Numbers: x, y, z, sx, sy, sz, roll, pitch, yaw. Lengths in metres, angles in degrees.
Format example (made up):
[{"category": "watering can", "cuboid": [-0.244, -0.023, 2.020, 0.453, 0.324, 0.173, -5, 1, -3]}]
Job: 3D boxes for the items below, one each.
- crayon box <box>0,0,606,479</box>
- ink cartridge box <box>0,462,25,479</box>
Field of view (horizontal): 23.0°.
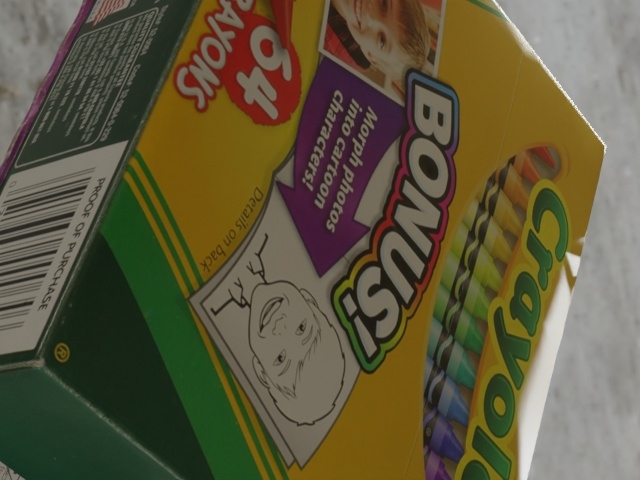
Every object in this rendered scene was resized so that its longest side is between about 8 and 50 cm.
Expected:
[{"category": "crayon box", "cuboid": [0.000, 0.000, 0.798, 0.313, 0.106, 0.363, 44, 51, -34]}, {"category": "ink cartridge box", "cuboid": [-0.204, 0.262, 0.928, 0.065, 0.165, 0.333, 88, 28, -75]}]
